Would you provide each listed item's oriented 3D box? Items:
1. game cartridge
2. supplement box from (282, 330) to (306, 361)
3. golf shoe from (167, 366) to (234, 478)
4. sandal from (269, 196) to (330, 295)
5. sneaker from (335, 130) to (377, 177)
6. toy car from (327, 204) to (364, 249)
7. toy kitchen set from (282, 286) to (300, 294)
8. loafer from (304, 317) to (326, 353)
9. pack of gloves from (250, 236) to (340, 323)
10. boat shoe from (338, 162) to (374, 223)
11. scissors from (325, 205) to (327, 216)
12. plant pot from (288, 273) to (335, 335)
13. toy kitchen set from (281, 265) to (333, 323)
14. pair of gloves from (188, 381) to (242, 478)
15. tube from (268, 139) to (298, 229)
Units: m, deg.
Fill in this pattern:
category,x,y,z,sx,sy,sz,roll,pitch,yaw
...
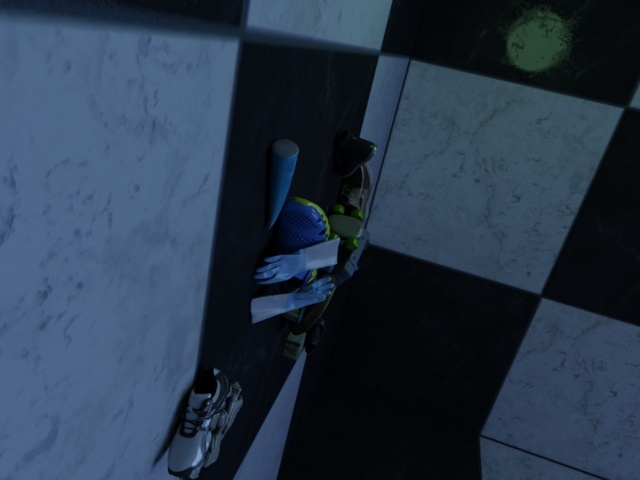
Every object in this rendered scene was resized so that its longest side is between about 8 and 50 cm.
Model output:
category,x,y,z,sx,sy,sz,roll,pitch,yaw
game cartridge,0.076,0.093,1.897,0.230,0.068,0.355,-31,-167,29
supplement box,-0.096,0.385,1.777,0.083,0.056,0.083,-58,162,-59
golf shoe,-0.232,0.324,0.878,0.198,0.077,0.093,-70,157,-43
sandal,-0.061,0.034,1.183,0.317,0.126,0.138,96,20,-43
sneaker,0.086,-0.294,1.606,0.222,0.118,0.083,-31,-147,57
toy car,0.076,-0.020,1.858,0.188,0.149,0.154,115,-12,-61
toy kitchen set,-0.095,0.112,1.402,0.075,0.068,0.083,-28,-116,42
loafer,-0.026,0.447,2.220,0.078,0.080,0.219,-61,165,-55
pack of gloves,-0.051,0.106,1.149,0.232,0.046,0.195,-15,131,-27
boat shoe,0.135,-0.184,1.933,0.116,0.123,0.324,-33,135,-36
scissors,0.000,0.000,1.787,0.109,0.021,0.296,-47,151,-68
plant pot,-0.037,0.206,1.597,0.236,0.032,0.236,-47,-162,20
toy kitchen set,-0.040,0.141,1.471,0.207,0.122,0.166,93,16,-54
pair of gloves,-0.234,0.424,1.094,0.240,0.042,0.204,79,29,-72
tube,-0.084,-0.115,1.006,0.207,0.052,0.080,104,13,-49
